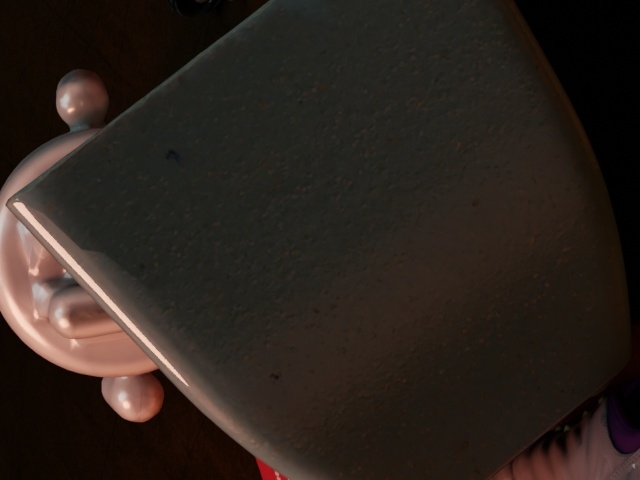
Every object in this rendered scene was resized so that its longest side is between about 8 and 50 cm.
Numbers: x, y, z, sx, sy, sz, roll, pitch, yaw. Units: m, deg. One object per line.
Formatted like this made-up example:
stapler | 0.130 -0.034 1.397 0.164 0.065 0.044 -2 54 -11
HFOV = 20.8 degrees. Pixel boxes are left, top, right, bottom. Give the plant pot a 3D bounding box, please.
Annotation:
plant pot | 0.015 0.006 0.897 0.252 0.248 0.247 53 173 -6

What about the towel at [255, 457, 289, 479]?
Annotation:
towel | 0.002 0.102 1.282 0.199 0.031 0.275 -114 32 -49

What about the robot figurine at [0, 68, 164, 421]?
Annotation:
robot figurine | -0.179 0.003 1.469 0.353 0.200 0.300 -162 67 -80

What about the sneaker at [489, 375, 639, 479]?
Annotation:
sneaker | 0.144 0.116 0.886 0.224 0.083 0.098 -1 66 68

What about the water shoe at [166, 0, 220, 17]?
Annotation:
water shoe | -0.128 -0.235 1.538 0.203 0.073 0.080 -175 81 -69
